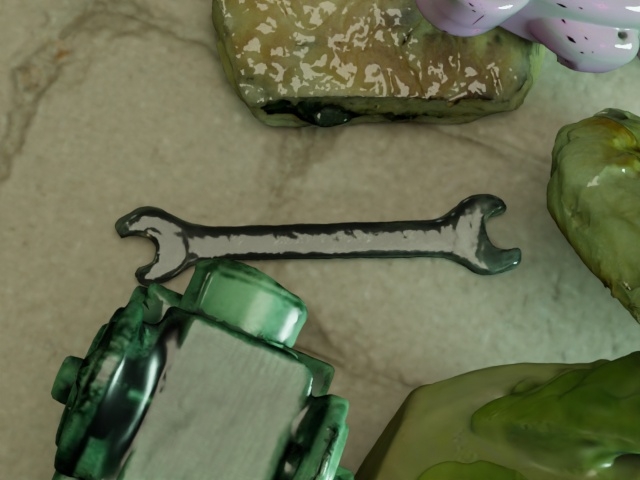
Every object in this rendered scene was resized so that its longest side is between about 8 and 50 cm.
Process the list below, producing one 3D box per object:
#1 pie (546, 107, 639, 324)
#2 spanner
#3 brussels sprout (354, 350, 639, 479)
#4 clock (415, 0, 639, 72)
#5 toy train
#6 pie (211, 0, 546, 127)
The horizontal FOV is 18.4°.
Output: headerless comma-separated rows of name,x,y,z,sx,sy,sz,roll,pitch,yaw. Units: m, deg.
pie,0.252,0.029,1.128,0.306,0.306,0.071,36,109,3
spanner,0.000,0.000,1.228,0.254,0.015,0.054,-1,79,-6
brussels sprout,0.146,0.190,1.095,0.294,0.227,0.259,22,61,7
clock,0.164,-0.216,1.226,0.248,0.090,0.227,0,75,-27
toy train,-0.087,0.164,1.064,0.167,0.238,0.299,24,77,-1
pie,0.040,-0.159,1.251,0.218,0.052,0.185,1,77,-5
